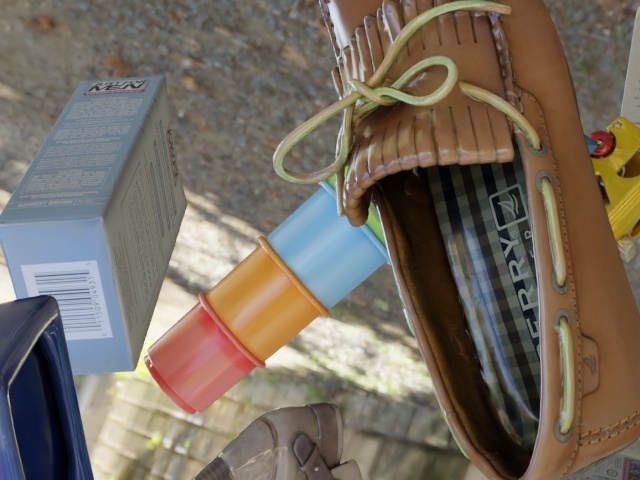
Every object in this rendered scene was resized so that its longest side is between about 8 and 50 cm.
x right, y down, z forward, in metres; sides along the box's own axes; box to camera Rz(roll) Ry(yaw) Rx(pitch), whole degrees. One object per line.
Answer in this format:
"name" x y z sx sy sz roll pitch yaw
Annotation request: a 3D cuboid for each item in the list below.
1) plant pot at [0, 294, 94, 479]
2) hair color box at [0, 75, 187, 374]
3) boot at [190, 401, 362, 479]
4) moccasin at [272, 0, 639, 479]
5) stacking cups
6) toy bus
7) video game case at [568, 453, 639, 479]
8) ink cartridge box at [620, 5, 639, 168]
"plant pot" -0.248 0.176 0.657 0.212 0.236 0.236 -10 -171 -6
"hair color box" -0.243 -0.031 1.282 0.113 0.185 0.374 -3 -151 5
"boot" -0.018 0.138 0.553 0.087 0.119 0.042 -21 -150 -31
"moccasin" 0.068 -0.045 0.650 0.139 0.380 0.147 -18 174 41
"stacking cups" 0.000 0.000 0.845 0.096 0.316 0.096 51 179 1
"toy bus" 0.285 -0.024 1.172 0.104 0.191 0.202 44 138 27
"video game case" 0.351 0.302 1.288 0.193 0.023 0.212 12 -161 15
"ink cartridge box" 0.464 -0.164 1.262 0.234 0.193 0.088 6 173 36
